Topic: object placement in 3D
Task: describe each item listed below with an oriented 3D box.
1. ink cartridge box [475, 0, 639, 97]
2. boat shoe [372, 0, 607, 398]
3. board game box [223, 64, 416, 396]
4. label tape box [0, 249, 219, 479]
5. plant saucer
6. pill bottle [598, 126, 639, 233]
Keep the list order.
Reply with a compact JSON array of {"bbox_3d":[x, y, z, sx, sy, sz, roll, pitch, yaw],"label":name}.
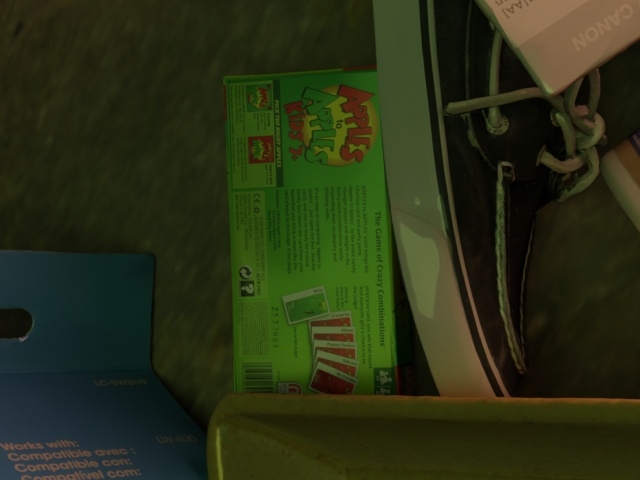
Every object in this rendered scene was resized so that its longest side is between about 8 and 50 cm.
[{"bbox_3d":[0.151,-0.236,0.703,0.296,0.066,0.261,-33,76,-2],"label":"ink cartridge box"},{"bbox_3d":[0.090,-0.063,0.748,0.105,0.113,0.306,-7,73,13],"label":"boat shoe"},{"bbox_3d":[0.000,0.000,0.808,0.092,0.043,0.181,-2,90,16],"label":"board game box"},{"bbox_3d":[-0.167,0.172,0.751,0.106,0.241,0.333,6,93,51],"label":"label tape box"},{"bbox_3d":[0.101,0.231,0.690,0.333,0.081,0.332,-4,92,41],"label":"plant saucer"},{"bbox_3d":[0.237,-0.049,0.701,0.187,0.112,0.112,-37,80,13],"label":"pill bottle"}]
